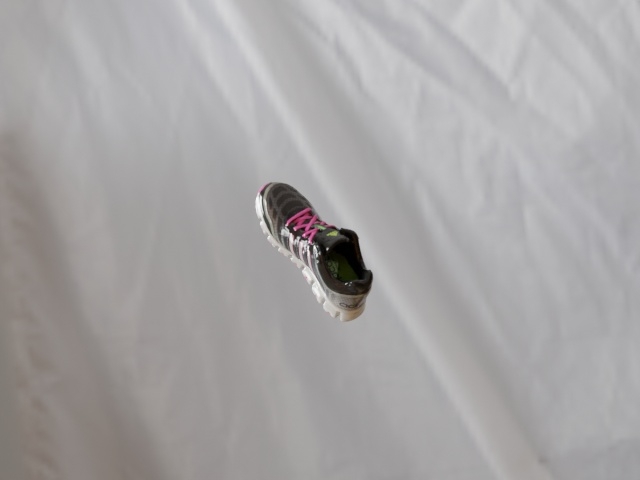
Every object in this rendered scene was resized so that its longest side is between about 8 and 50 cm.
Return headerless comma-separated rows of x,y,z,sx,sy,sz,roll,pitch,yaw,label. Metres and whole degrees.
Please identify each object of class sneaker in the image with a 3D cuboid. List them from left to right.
0.000,0.000,1.881,0.063,0.170,0.075,-29,-12,-33,sneaker
